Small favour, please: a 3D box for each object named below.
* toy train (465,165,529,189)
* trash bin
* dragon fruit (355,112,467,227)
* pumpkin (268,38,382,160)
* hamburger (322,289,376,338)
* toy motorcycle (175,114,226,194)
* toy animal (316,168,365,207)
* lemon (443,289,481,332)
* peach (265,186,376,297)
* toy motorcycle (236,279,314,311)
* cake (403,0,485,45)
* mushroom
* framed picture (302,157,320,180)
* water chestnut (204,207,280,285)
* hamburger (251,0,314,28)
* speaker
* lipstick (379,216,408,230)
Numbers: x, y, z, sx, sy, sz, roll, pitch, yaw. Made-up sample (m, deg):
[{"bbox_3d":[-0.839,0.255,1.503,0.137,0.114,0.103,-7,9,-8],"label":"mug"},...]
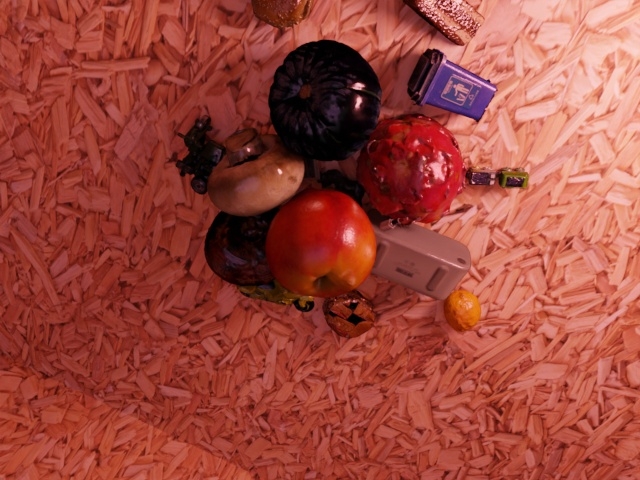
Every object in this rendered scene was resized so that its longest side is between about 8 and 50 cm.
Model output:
[{"bbox_3d":[0.595,-0.213,1.471,0.202,0.081,0.060,4,118,10],"label":"toy train"},{"bbox_3d":[0.397,-0.473,1.342,0.235,0.184,0.162,18,120,-10],"label":"trash bin"},{"bbox_3d":[0.297,-0.216,1.435,0.371,0.249,0.386,10,108,5],"label":"dragon fruit"},{"bbox_3d":[0.008,-0.427,1.354,0.364,0.266,0.363,3,97,27],"label":"pumpkin"},{"bbox_3d":[0.116,0.314,1.838,0.231,0.106,0.230,1,118,3],"label":"hamburger"},{"bbox_3d":[-0.422,-0.305,1.616,0.205,0.127,0.275,29,122,0],"label":"toy motorcycle"},{"bbox_3d":[0.093,-0.177,1.597,0.233,0.084,0.148,17,118,7],"label":"toy animal"},{"bbox_3d":[0.552,0.277,1.702,0.142,0.142,0.187,0,120,12],"label":"lemon"},{"bbox_3d":[0.000,0.000,1.452,0.389,0.388,0.388,5,118,10],"label":"peach"},{"bbox_3d":[-0.183,0.191,1.814,0.343,0.142,0.206,14,118,3],"label":"toy motorcycle"},{"bbox_3d":[0.359,-0.664,1.257,0.246,0.135,0.112,37,117,-8],"label":"cake"},{"bbox_3d":[-0.220,-0.233,1.480,0.352,0.352,0.260,-11,125,17],"label":"mushroom"},{"bbox_3d":[-0.059,-0.291,1.584,0.109,0.011,0.149,-1,106,24],"label":"framed picture"},{"bbox_3d":[-0.269,0.016,1.683,0.351,0.350,0.302,32,162,-5],"label":"water chestnut"},{"bbox_3d":[-0.115,-0.761,1.316,0.190,0.122,0.215,24,117,1],"label":"hamburger"},{"bbox_3d":[0.327,0.056,1.617,0.406,0.183,0.184,22,125,1],"label":"speaker"},{"bbox_3d":[0.239,-0.057,1.409,0.025,0.025,0.107,32,148,-29],"label":"lipstick"}]
